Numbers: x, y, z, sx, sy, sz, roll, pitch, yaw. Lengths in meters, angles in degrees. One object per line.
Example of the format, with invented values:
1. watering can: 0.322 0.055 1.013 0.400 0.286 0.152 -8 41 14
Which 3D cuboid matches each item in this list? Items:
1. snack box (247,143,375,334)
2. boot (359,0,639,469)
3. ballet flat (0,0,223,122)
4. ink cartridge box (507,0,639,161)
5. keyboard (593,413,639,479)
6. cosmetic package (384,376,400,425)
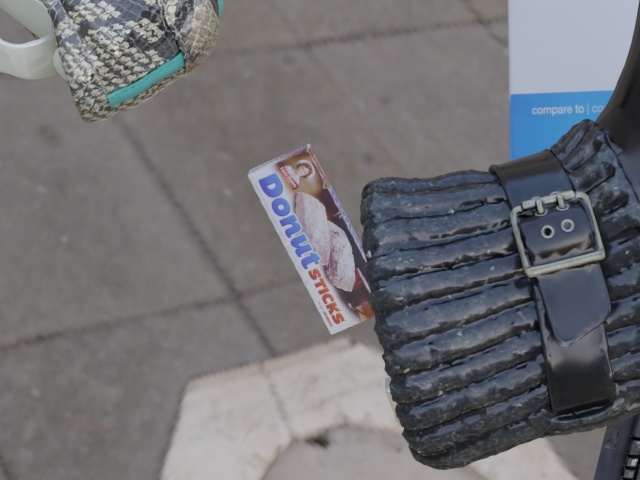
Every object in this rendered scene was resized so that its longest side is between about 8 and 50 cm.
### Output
1. snack box: 0.000 0.000 1.553 0.178 0.064 0.022 63 13 -18
2. boot: 0.147 -0.053 0.953 0.131 0.260 0.348 39 45 -64
3. ballet flat: -0.282 -0.244 1.250 0.182 0.164 0.483 -40 60 -19
4. ink cartridge box: 0.297 -0.237 1.462 0.166 0.395 0.285 1 5 35
5. keyboard: 0.372 0.205 1.589 0.201 0.317 0.033 8 22 -4
6. cosmetic package: 0.123 0.141 1.641 0.060 0.115 0.041 -67 137 -82
